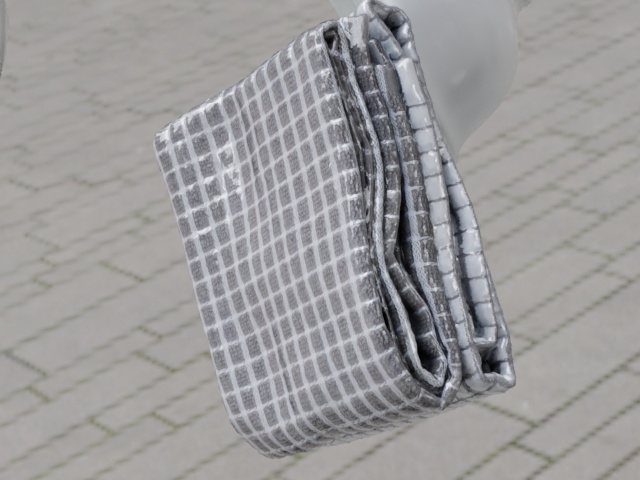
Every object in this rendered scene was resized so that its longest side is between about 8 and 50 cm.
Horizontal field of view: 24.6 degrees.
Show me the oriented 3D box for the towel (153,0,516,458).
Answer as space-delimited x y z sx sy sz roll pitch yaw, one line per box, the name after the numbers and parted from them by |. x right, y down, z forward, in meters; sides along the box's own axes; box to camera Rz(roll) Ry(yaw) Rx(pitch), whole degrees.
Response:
0.000 0.000 1.035 0.121 0.283 0.235 -9 -12 -33 | towel

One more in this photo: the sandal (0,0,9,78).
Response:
-0.289 -0.081 0.504 0.416 0.169 0.102 2 55 15 | sandal

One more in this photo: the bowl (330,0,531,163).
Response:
0.078 -0.217 1.200 0.134 0.298 0.298 -34 24 3 | bowl
